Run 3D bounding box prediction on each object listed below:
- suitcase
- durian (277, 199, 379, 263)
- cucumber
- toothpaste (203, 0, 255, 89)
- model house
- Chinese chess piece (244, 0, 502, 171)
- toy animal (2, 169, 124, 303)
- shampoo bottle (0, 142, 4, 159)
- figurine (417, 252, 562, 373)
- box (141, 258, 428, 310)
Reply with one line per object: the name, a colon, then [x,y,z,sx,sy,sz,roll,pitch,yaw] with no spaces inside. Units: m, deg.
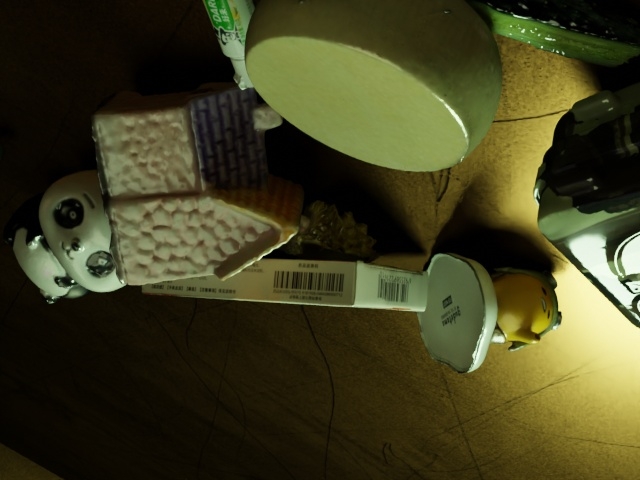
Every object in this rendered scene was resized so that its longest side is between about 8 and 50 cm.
suitcase: [0.425,-0.036,0.815,0.352,0.193,0.339,-19,132,44]
durian: [-0.004,-0.012,1.178,0.140,0.078,0.224,10,175,-29]
cucumber: [0.211,-0.228,0.809,0.212,0.062,0.078,16,175,1]
toothpaste: [-0.115,-0.307,0.898,0.058,0.056,0.314,-24,130,-5]
model house: [-0.145,-0.084,1.087,0.238,0.202,0.236,-5,104,5]
Chinese chess piece: [0.053,-0.174,0.858,0.273,0.102,0.273,22,165,6]
toy animal: [-0.359,-0.012,1.290,0.235,0.165,0.187,-15,112,43]
shampoo bottle: [-0.601,-0.156,1.312,0.234,0.087,0.118,12,138,16]
figurine: [0.238,0.090,1.166,0.141,0.166,0.250,-9,174,-14]
box: [-0.051,0.059,1.190,0.353,0.069,0.214,3,176,32]
